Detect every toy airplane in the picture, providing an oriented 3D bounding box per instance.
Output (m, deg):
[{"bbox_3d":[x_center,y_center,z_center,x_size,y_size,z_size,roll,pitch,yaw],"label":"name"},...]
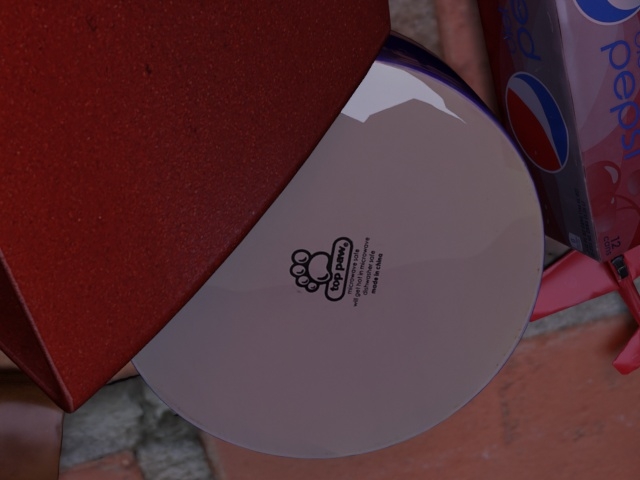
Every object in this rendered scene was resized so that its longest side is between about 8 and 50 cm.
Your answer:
[{"bbox_3d":[0.216,0.035,0.733,0.151,0.028,0.151,-3,113,-8],"label":"toy airplane"}]

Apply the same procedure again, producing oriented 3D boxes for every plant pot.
[{"bbox_3d":[-0.118,-0.139,0.458,0.235,0.267,0.267,-35,134,-26],"label":"plant pot"}]

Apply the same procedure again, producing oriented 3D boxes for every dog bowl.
[{"bbox_3d":[0.000,0.000,0.643,0.264,0.104,0.265,-3,113,-7],"label":"dog bowl"}]

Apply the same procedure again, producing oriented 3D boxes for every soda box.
[{"bbox_3d":[0.154,-0.126,0.614,0.083,0.092,0.263,-23,116,-15],"label":"soda box"}]

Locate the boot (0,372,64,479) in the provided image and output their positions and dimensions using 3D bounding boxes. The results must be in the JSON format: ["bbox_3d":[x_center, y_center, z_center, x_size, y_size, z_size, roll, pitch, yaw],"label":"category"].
[{"bbox_3d":[-0.329,0.189,0.706,0.280,0.096,0.264,12,103,-21],"label":"boot"}]
